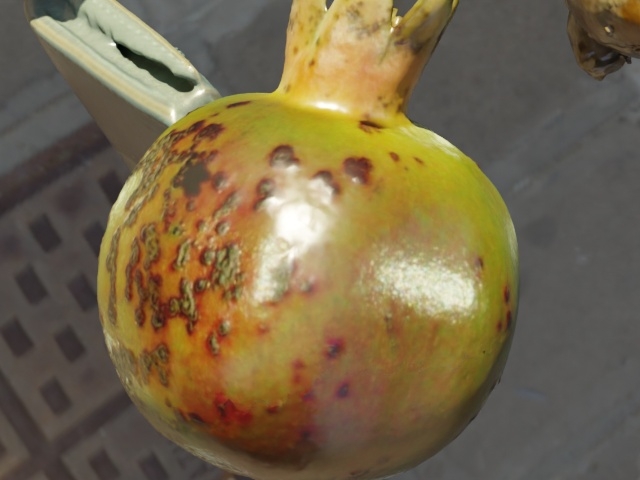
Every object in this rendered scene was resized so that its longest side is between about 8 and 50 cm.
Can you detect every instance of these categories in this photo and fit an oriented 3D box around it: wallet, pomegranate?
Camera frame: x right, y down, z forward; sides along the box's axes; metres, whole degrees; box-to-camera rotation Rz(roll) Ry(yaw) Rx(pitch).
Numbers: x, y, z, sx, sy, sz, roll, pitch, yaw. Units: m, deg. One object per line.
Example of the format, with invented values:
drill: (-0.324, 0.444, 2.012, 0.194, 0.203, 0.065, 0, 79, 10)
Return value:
wallet: (-0.108, -0.054, 1.209, 0.083, 0.252, 0.360, -43, 140, -11)
pomegranate: (0.013, 0.000, 0.633, 0.198, 0.198, 0.246, 35, 104, -25)

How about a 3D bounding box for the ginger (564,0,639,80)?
ginger: (0.300, -0.281, 1.164, 0.176, 0.256, 0.375, 10, 134, -15)
